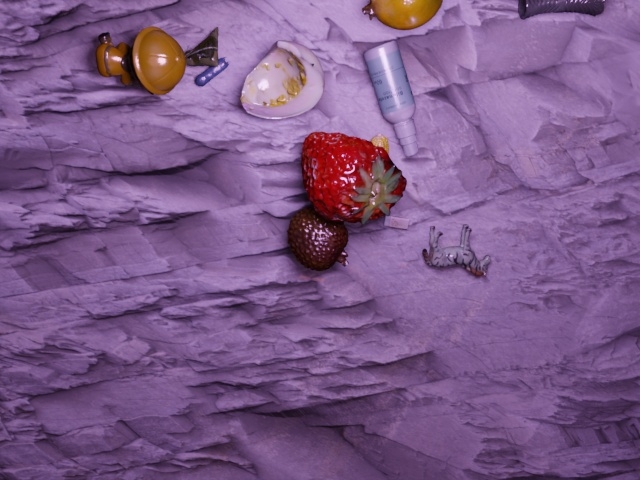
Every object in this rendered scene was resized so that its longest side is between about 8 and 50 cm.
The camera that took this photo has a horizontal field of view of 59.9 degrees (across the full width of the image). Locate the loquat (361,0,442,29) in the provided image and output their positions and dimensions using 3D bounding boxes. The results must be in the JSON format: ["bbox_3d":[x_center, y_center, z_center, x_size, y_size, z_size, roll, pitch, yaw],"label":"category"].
[{"bbox_3d":[0.234,-0.716,1.629,0.246,0.213,0.213,-25,105,0],"label":"loquat"}]

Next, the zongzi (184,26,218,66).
[{"bbox_3d":[-0.365,-0.592,1.700,0.109,0.055,0.119,0,86,9],"label":"zongzi"}]

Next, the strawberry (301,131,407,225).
[{"bbox_3d":[0.070,-0.189,1.709,0.292,0.310,0.291,-12,109,-36],"label":"strawberry"}]

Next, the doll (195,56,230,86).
[{"bbox_3d":[-0.336,-0.525,1.729,0.125,0.027,0.037,-36,105,3],"label":"doll"}]

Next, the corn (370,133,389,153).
[{"bbox_3d":[0.189,-0.245,1.818,0.067,0.067,0.206,-1,106,-4],"label":"corn"}]

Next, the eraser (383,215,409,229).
[{"bbox_3d":[0.258,-0.063,1.896,0.083,0.019,0.038,8,105,-6],"label":"eraser"}]

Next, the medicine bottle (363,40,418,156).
[{"bbox_3d":[0.238,-0.438,1.748,0.110,0.110,0.351,-20,105,1],"label":"medicine bottle"}]

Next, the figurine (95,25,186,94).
[{"bbox_3d":[-0.529,-0.527,1.643,0.257,0.167,0.192,-4,119,-1],"label":"figurine"}]

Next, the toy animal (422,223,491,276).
[{"bbox_3d":[0.479,0.028,1.904,0.255,0.090,0.170,14,107,-5],"label":"toy animal"}]

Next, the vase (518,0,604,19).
[{"bbox_3d":[0.739,-0.737,1.713,0.237,0.115,0.115,-6,105,0],"label":"vase"}]

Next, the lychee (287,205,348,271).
[{"bbox_3d":[0.000,0.000,1.810,0.238,0.200,0.200,40,99,-7],"label":"lychee"}]

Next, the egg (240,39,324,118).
[{"bbox_3d":[-0.105,-0.499,1.685,0.206,0.161,0.271,21,141,-41],"label":"egg"}]
